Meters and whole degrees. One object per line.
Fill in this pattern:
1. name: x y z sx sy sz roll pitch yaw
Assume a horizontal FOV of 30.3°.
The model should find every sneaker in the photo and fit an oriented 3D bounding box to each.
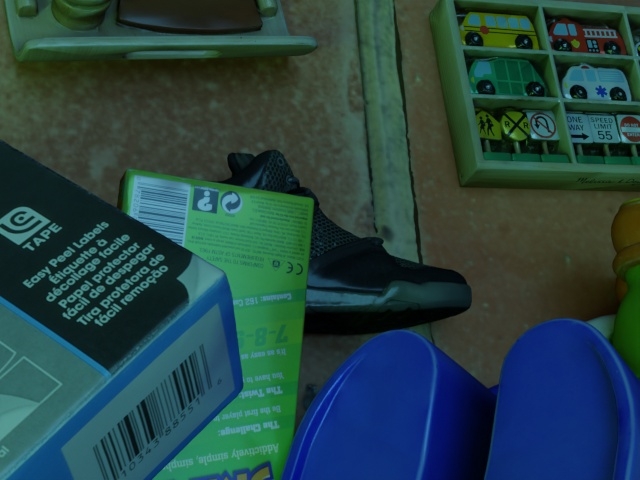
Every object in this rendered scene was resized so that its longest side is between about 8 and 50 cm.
1. sneaker: 0.000 0.000 0.837 0.227 0.087 0.130 4 72 -13

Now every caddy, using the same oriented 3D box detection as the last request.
1. caddy: 0.099 0.208 0.686 0.179 0.241 0.341 49 48 -39

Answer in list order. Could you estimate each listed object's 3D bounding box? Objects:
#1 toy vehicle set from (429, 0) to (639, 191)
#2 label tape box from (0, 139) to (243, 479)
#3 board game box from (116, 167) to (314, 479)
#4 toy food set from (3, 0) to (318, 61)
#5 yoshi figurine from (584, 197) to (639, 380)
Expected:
1. toy vehicle set: 0.231 -0.124 1.008 0.267 0.035 0.166 0 67 -20
2. label tape box: -0.246 0.049 0.631 0.334 0.106 0.240 28 55 26
3. board game box: -0.076 0.091 0.729 0.124 0.039 0.259 9 74 -16
4. toy food set: -0.138 -0.272 0.907 0.220 0.092 0.306 -5 69 -22
5. yoshi figurine: 0.267 0.157 0.807 0.203 0.203 0.362 22 64 -17
